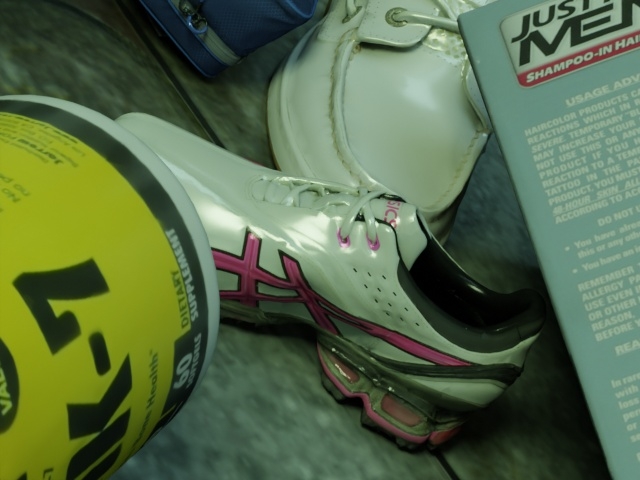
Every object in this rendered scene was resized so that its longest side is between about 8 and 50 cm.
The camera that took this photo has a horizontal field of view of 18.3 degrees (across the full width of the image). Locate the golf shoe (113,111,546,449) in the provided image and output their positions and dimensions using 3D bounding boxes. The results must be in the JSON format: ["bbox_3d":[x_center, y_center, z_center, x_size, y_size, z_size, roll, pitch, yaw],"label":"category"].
[{"bbox_3d":[0.000,0.000,0.756,0.186,0.086,0.067,33,35,-14],"label":"golf shoe"}]

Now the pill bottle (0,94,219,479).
[{"bbox_3d":[-0.122,0.044,0.535,0.119,0.119,0.208,45,32,2],"label":"pill bottle"}]

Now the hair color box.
[{"bbox_3d":[0.165,0.078,0.748,0.185,0.113,0.374,63,11,-47],"label":"hair color box"}]

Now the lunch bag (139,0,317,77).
[{"bbox_3d":[-0.042,-0.117,0.867,0.067,0.065,0.098,51,28,-18],"label":"lunch bag"}]

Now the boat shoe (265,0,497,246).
[{"bbox_3d":[0.047,-0.093,0.906,0.098,0.096,0.277,35,33,-15],"label":"boat shoe"}]
